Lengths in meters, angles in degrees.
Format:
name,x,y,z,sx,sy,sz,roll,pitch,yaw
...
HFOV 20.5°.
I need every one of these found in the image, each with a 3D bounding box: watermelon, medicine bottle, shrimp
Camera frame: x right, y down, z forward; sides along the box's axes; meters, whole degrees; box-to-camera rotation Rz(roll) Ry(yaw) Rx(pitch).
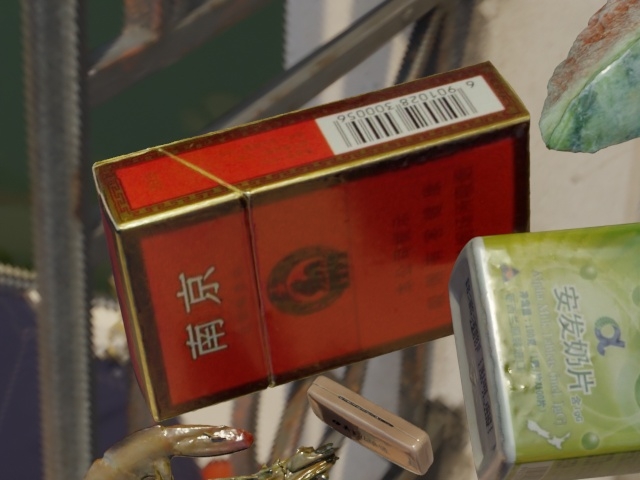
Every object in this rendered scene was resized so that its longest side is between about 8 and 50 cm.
name,x,y,z,sx,sy,sz,roll,pitch,yaw
watermelon,0.204,-0.116,1.144,0.094,0.180,0.081,10,123,37
medicine bottle,0.174,0.059,0.970,0.188,0.088,0.132,-6,71,-7
shrimp,-0.099,0.207,1.533,0.236,0.053,0.133,-17,106,9

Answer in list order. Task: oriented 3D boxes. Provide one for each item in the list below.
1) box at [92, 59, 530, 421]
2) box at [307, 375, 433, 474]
name,x,y,z,sx,sy,sz,roll,pitch,yaw
box,0.001,0.001,1.014,0.240,0.074,0.153,-15,136,-11
box,0.040,0.153,1.450,0.115,0.025,0.048,27,150,28
